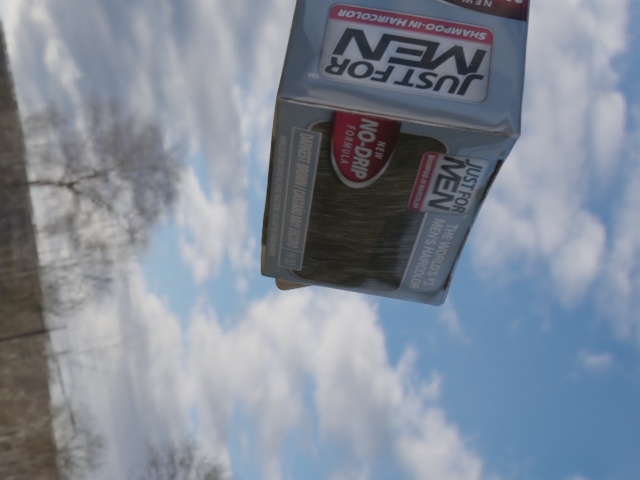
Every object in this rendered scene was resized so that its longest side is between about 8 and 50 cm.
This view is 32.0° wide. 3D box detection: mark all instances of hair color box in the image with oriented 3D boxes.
[{"bbox_3d":[0.052,-0.173,0.646,0.185,0.114,0.374,100,-1,-62],"label":"hair color box"}]

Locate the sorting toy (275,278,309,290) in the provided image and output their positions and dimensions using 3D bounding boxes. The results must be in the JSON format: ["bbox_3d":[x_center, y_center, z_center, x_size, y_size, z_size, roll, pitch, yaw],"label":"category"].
[{"bbox_3d":[0.000,0.000,0.803,0.012,0.083,0.062,-7,-88,59],"label":"sorting toy"}]
